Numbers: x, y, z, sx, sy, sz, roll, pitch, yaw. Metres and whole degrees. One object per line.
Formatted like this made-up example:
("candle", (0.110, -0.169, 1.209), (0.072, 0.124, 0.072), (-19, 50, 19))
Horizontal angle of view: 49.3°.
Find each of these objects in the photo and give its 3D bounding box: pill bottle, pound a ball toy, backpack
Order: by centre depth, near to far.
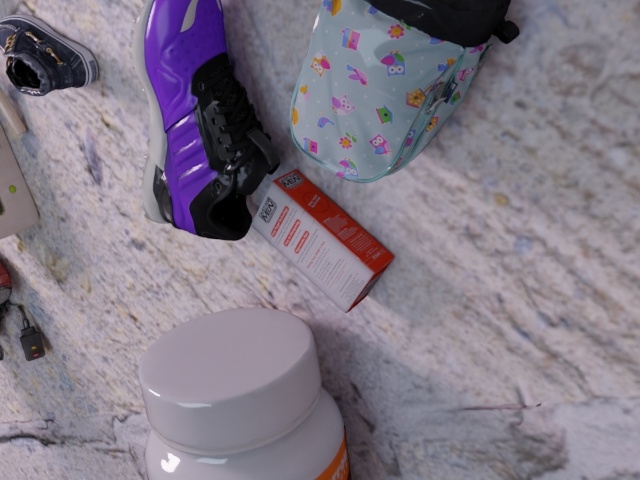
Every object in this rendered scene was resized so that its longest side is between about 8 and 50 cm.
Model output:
("backpack", (0.049, -0.138, 0.560), (0.152, 0.115, 0.182), (37, 133, 15))
("pill bottle", (-0.073, 0.291, 0.808), (0.224, 0.224, 0.392), (9, 118, 36))
("pound a ball toy", (-0.532, -0.148, 1.008), (0.208, 0.136, 0.319), (-4, 110, 40))

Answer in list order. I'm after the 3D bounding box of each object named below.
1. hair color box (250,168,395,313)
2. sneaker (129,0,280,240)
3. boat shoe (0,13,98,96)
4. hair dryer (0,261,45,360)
("hair color box", (0.000, 0.000, 0.720), (0.141, 0.043, 0.072), (42, 132, 12))
("sneaker", (-0.102, -0.122, 0.709), (0.146, 0.102, 0.293), (25, 131, 22))
("boat shoe", (-0.369, -0.233, 0.867), (0.183, 0.083, 0.065), (26, 127, 26))
("hair dryer", (-0.615, 0.097, 1.242), (0.224, 0.080, 0.293), (-6, 108, 41))
